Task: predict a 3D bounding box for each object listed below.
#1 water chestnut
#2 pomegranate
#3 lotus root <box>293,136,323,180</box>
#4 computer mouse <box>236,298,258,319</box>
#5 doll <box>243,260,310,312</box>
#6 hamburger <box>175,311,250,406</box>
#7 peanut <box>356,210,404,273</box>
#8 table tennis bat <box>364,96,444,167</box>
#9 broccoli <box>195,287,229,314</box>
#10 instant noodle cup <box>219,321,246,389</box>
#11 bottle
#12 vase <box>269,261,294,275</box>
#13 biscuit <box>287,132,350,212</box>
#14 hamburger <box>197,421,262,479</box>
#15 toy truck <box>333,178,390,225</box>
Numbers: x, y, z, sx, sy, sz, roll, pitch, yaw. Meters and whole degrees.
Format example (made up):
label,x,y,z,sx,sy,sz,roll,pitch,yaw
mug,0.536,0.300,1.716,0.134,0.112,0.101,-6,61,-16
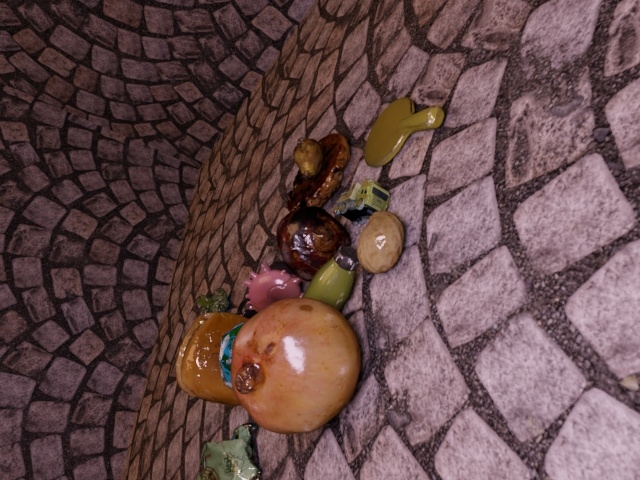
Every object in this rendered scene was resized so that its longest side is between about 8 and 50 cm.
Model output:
label,x,y,z,sx,sy,sz,roll,pitch,yaw
water chestnut,-0.030,0.011,1.420,0.238,0.223,0.224,-37,40,45
pomegranate,-0.076,0.298,1.151,0.338,0.338,0.338,-42,36,41
lotus root,-0.038,-0.267,1.626,0.108,0.094,0.191,-43,42,36
computer mouse,-0.276,0.280,1.786,0.122,0.073,0.217,-68,12,-19
doll,-0.138,0.164,1.526,0.262,0.211,0.093,-38,13,26
hamburger,-0.308,0.383,1.556,0.174,0.304,0.284,-24,50,52
peanut,0.151,0.001,1.199,0.140,0.109,0.159,-27,49,53
table tennis bat,0.231,-0.323,1.372,0.368,0.054,0.224,1,71,67
broccoli,-0.490,0.291,2.140,0.167,0.160,0.154,-43,30,8
instant noodle cup,-0.157,0.352,1.409,0.178,0.240,0.240,-11,61,51
bottle,0.027,0.130,1.303,0.260,0.112,0.112,-62,26,30
vase,-0.102,0.088,1.626,0.183,0.120,0.120,-56,25,-8
biscuit,-0.003,-0.226,1.702,0.334,0.081,0.289,-51,30,23
hamburger,-0.298,0.709,1.466,0.261,0.150,0.276,-58,27,17
toy truck,0.122,-0.117,1.379,0.191,0.085,0.116,-9,57,62
